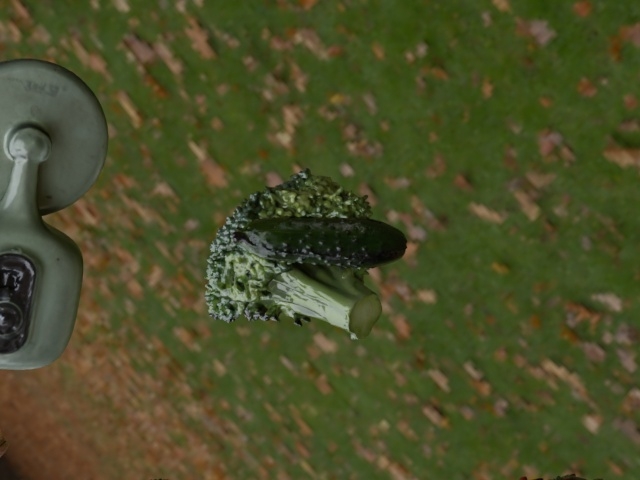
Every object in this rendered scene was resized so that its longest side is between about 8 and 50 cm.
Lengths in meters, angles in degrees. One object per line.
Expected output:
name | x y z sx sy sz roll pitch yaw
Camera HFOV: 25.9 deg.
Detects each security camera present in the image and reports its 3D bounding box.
security camera | -0.292 -0.023 1.333 0.157 0.301 0.080 8 -168 -18

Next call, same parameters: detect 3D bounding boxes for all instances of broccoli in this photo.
broccoli | -0.032 0.021 1.954 0.260 0.288 0.235 5 124 53

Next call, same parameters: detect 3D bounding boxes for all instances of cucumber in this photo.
cucumber | 0.000 0.000 1.726 0.069 0.227 0.069 -177 90 -74

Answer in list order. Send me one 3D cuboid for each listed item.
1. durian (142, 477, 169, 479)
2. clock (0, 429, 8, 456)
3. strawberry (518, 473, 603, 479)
durian | -0.224 0.349 1.666 0.110 0.140 0.071 12 126 56
clock | -0.503 0.246 1.534 0.142 0.241 0.227 65 -168 -7
strawberry | 0.341 0.476 1.768 0.312 0.351 0.267 0 178 33
